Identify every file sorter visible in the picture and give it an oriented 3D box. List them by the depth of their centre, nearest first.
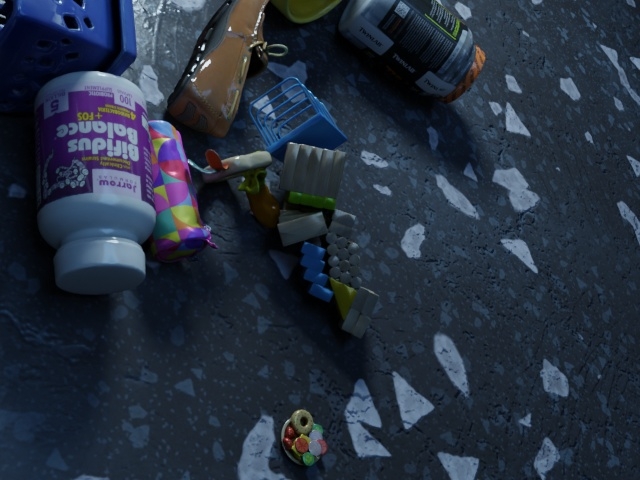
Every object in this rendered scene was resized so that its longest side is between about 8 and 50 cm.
[{"bbox_3d":[-0.044,-0.215,1.543,0.105,0.118,0.170,60,10,14],"label":"file sorter"}]

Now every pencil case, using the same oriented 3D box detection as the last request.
[{"bbox_3d":[-0.248,-0.078,1.347,0.104,0.104,0.237,-5,68,-42],"label":"pencil case"}]

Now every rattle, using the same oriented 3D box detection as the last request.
[{"bbox_3d":[-0.144,-0.083,1.405,0.200,0.130,0.143,-51,141,-82],"label":"rattle"}]

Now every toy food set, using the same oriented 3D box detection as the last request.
[{"bbox_3d":[-0.026,0.321,1.335,0.082,0.020,0.083,48,43,-6],"label":"toy food set"}]

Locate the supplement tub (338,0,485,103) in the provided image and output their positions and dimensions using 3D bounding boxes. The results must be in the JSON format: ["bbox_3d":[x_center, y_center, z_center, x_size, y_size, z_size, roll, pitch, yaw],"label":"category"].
[{"bbox_3d":[0.214,-0.467,1.913,0.316,0.193,0.194,34,47,-18],"label":"supplement tub"}]

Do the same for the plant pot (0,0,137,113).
[{"bbox_3d":[-0.419,-0.332,1.277,0.212,0.236,0.236,13,56,-42],"label":"plant pot"}]

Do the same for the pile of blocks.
[{"bbox_3d":[0.000,0.000,1.497,0.148,0.112,0.363,-14,94,-7],"label":"pile of blocks"}]

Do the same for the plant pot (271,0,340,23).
[{"bbox_3d":[-0.057,-0.638,1.777,0.239,0.254,0.254,46,42,16],"label":"plant pot"}]

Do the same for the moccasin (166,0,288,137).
[{"bbox_3d":[-0.156,-0.350,1.567,0.147,0.139,0.380,33,47,-21],"label":"moccasin"}]

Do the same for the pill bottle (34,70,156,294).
[{"bbox_3d":[-0.331,-0.081,1.222,0.169,0.169,0.302,7,64,-37],"label":"pill bottle"}]
